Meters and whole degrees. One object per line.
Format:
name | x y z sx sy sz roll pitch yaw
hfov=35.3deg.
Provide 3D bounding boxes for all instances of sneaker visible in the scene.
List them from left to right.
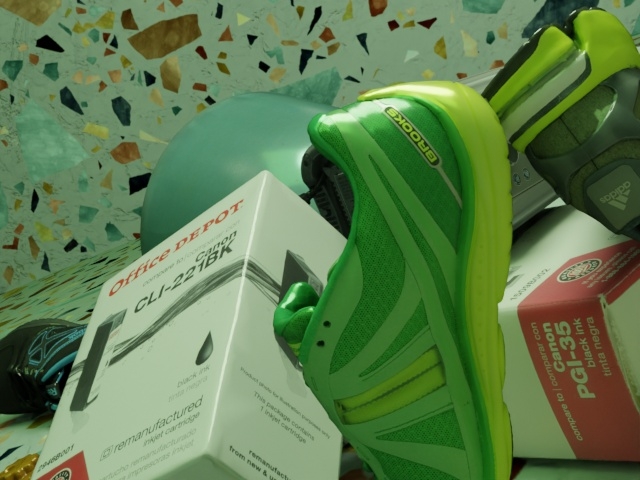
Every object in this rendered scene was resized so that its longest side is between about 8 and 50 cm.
sneaker | -0.365 0.175 1.376 0.340 0.125 0.139 -20 12 27
sneaker | 0.037 0.065 0.541 0.123 0.296 0.109 -2 3 -3
sneaker | 0.204 -0.056 0.630 0.111 0.121 0.300 -41 -20 33

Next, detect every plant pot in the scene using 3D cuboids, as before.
plant pot | 0.000 0.000 1.021 0.293 0.293 0.235 -29 24 -28

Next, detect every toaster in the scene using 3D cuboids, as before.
toaster | 0.092 -0.056 0.806 0.146 0.129 0.227 -26 5 -38

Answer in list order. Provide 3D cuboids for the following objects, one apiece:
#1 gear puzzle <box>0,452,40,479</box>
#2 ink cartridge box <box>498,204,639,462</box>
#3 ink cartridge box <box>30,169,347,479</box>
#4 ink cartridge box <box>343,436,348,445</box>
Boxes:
gear puzzle | -0.409 0.305 1.022 0.339 0.044 0.175 -31 12 -35
ink cartridge box | 0.159 0.060 0.742 0.207 0.117 0.283 -32 13 -38
ink cartridge box | -0.086 0.107 0.713 0.197 0.114 0.273 -32 29 28
ink cartridge box | -0.006 0.148 0.867 0.122 0.052 0.088 -26 9 -17
